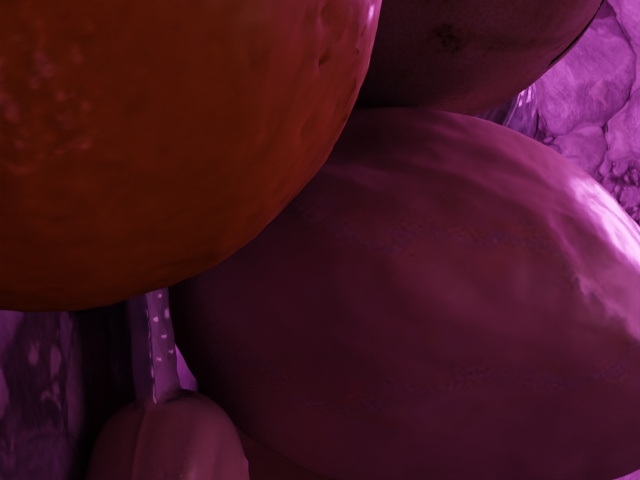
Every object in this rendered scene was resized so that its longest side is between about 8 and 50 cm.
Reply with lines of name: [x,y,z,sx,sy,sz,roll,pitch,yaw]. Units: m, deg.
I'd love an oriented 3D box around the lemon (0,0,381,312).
lemon: [-0.093,-0.097,0.459,0.263,0.236,0.236,125,-35,-72]

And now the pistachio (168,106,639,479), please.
pistachio: [0.071,0.040,0.873,0.208,0.331,0.226,170,-67,-86]

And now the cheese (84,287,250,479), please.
cheese: [-0.087,0.124,0.785,0.163,0.070,0.249,-73,157,-62]

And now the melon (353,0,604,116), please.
melon: [0.050,-0.209,0.895,0.330,0.268,0.268,47,40,-66]

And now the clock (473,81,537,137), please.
clock: [0.066,-0.120,1.235,0.049,0.226,0.226,58,30,-59]

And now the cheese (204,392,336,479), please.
cheese: [0.059,0.136,1.004,0.124,0.265,0.242,71,19,-52]
